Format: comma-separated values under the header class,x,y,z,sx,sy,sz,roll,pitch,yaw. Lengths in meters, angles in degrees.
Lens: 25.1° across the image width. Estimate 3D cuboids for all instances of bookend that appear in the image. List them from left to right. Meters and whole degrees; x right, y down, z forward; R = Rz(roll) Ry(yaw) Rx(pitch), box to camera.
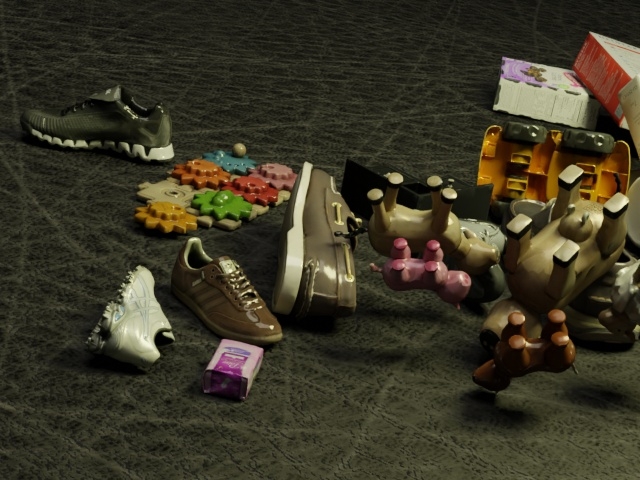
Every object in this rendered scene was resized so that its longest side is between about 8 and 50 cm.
class,x,y,z,sx,sy,sz,roll,pitch,yaw
bookend,0.140,-0.068,2.101,0.157,0.072,0.156,-9,28,-39

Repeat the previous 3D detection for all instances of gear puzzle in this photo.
class,x,y,z,sx,sy,sz,roll,pitch,yaw
gear puzzle,-0.160,-0.075,2.026,0.175,0.044,0.339,19,24,21

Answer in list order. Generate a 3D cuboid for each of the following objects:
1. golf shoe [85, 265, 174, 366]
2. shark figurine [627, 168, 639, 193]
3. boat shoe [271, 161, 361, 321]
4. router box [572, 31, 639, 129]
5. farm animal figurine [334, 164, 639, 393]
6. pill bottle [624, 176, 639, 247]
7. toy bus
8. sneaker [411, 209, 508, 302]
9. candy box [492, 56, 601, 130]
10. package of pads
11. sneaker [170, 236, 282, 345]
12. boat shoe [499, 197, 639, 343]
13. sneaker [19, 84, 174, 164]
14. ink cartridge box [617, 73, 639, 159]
class,x,y,z,sx,sy,sz,roll,pitch,yaw
golf shoe,-0.202,0.092,1.609,0.086,0.069,0.176,29,24,-6
shark figurine,0.569,-0.114,2.343,0.278,0.116,0.166,-14,34,-42
boat shoe,0.000,0.000,1.830,0.097,0.116,0.324,13,26,-4
router box,0.665,-0.251,2.643,0.335,0.082,0.301,16,24,-15
farm animal figurine,0.232,0.040,1.704,0.327,0.172,0.330,-26,53,-16
pill bottle,0.566,-0.038,2.140,0.208,0.117,0.117,2,23,-27
toy bus,0.350,-0.106,2.211,0.220,0.149,0.211,8,9,4
sneaker,0.213,0.014,1.922,0.132,0.086,0.229,0,23,-29
candy box,0.432,-0.280,2.736,0.196,0.070,0.165,12,22,4
package of pads,-0.095,0.138,1.557,0.050,0.032,0.083,10,22,7
sneaker,-0.113,0.059,1.687,0.066,0.071,0.188,-12,30,-42
boat shoe,0.343,0.009,1.920,0.132,0.130,0.355,3,23,-18
sneaker,-0.328,-0.186,2.143,0.234,0.106,0.078,10,21,1
ink cartridge box,0.637,-0.134,2.275,0.296,0.066,0.261,-2,65,-26
